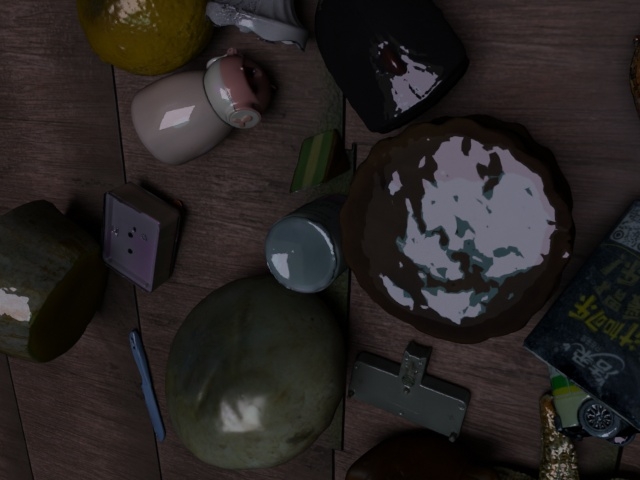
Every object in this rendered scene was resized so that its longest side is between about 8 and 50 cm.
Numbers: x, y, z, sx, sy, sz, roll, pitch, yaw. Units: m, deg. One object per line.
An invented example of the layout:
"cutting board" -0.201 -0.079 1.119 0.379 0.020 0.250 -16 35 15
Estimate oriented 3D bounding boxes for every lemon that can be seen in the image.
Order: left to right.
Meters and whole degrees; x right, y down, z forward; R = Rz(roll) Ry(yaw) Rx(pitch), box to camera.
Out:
"lemon" -0.282 -0.375 0.908 0.260 0.204 0.204 -20 98 30

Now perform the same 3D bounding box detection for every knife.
"knife" -0.419 0.356 1.339 0.045 0.019 0.312 1 109 33

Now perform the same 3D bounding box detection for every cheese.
"cheese" -0.325 -0.054 1.148 0.111 0.017 0.047 -15 104 29

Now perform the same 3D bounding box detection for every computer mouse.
"computer mouse" 0.079 -0.293 0.782 0.170 0.100 0.269 -39 68 29

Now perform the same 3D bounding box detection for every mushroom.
"mushroom" -0.116 0.238 1.006 0.352 0.260 0.352 -14 60 24

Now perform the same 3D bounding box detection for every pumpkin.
"pumpkin" -0.588 0.104 1.176 0.199 0.332 0.332 30 119 -1

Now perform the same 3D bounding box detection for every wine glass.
"wine glass" -0.076 -0.403 0.836 0.165 0.165 0.196 22 108 17

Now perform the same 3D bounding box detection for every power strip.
"power strip" 0.160 0.257 1.002 0.216 0.061 0.145 16 115 19

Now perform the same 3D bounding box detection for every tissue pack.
"tissue pack" 0.414 0.092 0.712 0.257 0.081 0.185 -54 43 4

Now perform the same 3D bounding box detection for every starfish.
"starfish" 0.412 0.458 0.951 0.347 0.078 0.357 28 117 11

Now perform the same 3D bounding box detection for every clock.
"clock" -0.370 -0.004 1.138 0.147 0.071 0.192 30 129 13

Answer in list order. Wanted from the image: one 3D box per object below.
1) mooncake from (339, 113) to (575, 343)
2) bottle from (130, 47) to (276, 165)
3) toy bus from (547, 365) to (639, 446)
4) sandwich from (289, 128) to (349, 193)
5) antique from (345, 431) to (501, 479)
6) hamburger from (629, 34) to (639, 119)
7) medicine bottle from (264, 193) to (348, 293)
"mooncake" 0.203 -0.025 0.812 0.324 0.187 0.323 8 109 24
"bottle" -0.190 -0.234 0.954 0.237 0.147 0.147 -19 99 22
"toy bus" 0.465 0.186 0.768 0.276 0.134 0.164 -21 56 29
"sandwich" -0.012 -0.132 0.914 0.074 0.116 0.074 -14 102 28
"antique" 0.177 0.442 0.962 0.278 0.223 0.129 -9 110 38
"hamburger" 0.494 -0.199 0.661 0.231 0.107 0.230 9 108 30
"medicine bottle" 0.000 0.000 0.925 0.135 0.168 0.135 9 112 24
